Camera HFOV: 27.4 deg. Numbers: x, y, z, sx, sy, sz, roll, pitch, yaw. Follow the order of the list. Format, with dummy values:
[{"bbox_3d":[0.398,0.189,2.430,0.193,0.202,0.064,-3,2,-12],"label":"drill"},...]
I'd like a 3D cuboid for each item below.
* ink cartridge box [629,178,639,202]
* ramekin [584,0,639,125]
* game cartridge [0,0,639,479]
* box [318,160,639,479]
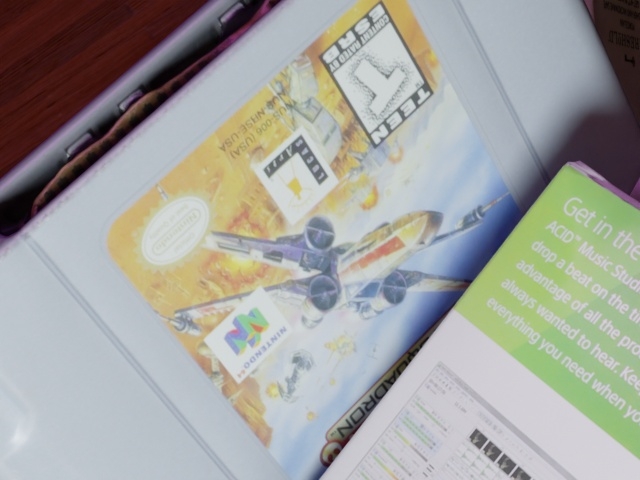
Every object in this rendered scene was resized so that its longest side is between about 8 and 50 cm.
[{"bbox_3d":[0.095,0.084,0.609,0.273,0.114,0.197,-14,35,32],"label":"ink cartridge box"},{"bbox_3d":[0.129,-0.138,0.769,0.127,0.273,0.273,-1,42,29],"label":"ramekin"},{"bbox_3d":[0.000,0.000,0.506,0.297,0.198,0.062,-44,31,-14],"label":"game cartridge"},{"bbox_3d":[0.073,0.158,0.431,0.322,0.058,0.232,-53,47,4],"label":"box"}]
